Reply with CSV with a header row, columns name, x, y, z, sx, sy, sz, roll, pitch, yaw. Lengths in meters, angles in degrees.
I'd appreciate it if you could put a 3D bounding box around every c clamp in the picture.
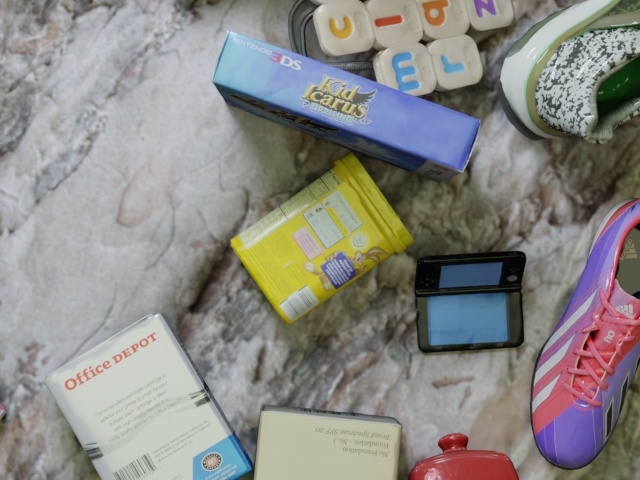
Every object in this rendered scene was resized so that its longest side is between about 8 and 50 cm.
name,x,y,z,sx,sy,sz,roll,pitch,yaw
c clamp,0.042,-0.214,1.727,0.160,0.022,0.137,2,107,-5

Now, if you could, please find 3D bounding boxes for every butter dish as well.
name,x,y,z,sx,sy,sz,roll,pitch,yaw
butter dish,0.153,0.269,1.692,0.160,0.160,0.118,-6,65,-3

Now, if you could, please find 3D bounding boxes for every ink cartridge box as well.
name,x,y,z,sx,sy,sz,roll,pitch,yaw
ink cartridge box,-0.187,0.199,1.702,0.148,0.086,0.203,-30,88,-1

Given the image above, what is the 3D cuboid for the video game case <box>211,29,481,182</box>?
name,x,y,z,sx,sy,sz,roll,pitch,yaw
video game case,0.024,-0.136,1.638,0.269,0.244,0.061,20,89,0

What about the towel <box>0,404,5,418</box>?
name,x,y,z,sx,sy,sz,roll,pitch,yaw
towel,-0.470,0.190,1.728,0.197,0.029,0.144,35,88,2

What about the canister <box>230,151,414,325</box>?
name,x,y,z,sx,sy,sz,roll,pitch,yaw
canister,0.000,0.000,1.720,0.170,0.073,0.126,-35,90,-1

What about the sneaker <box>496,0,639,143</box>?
name,x,y,z,sx,sy,sz,roll,pitch,yaw
sneaker,0.393,-0.234,1.662,0.410,0.182,0.158,-43,123,2

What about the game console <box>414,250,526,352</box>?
name,x,y,z,sx,sy,sz,roll,pitch,yaw
game console,0.169,0.068,1.724,0.122,0.107,0.071,-4,60,-2

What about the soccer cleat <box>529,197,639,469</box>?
name,x,y,z,sx,sy,sz,roll,pitch,yaw
soccer cleat,0.315,0.101,1.701,0.108,0.116,0.318,21,88,-1

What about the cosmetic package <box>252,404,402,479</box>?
name,x,y,z,sx,sy,sz,roll,pitch,yaw
cosmetic package,-0.005,0.342,1.690,0.160,0.113,0.310,5,87,-1

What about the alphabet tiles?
name,x,y,z,sx,sy,sz,roll,pitch,yaw
alphabet tiles,0.089,-0.298,1.688,0.278,0.021,0.284,-16,91,-36
